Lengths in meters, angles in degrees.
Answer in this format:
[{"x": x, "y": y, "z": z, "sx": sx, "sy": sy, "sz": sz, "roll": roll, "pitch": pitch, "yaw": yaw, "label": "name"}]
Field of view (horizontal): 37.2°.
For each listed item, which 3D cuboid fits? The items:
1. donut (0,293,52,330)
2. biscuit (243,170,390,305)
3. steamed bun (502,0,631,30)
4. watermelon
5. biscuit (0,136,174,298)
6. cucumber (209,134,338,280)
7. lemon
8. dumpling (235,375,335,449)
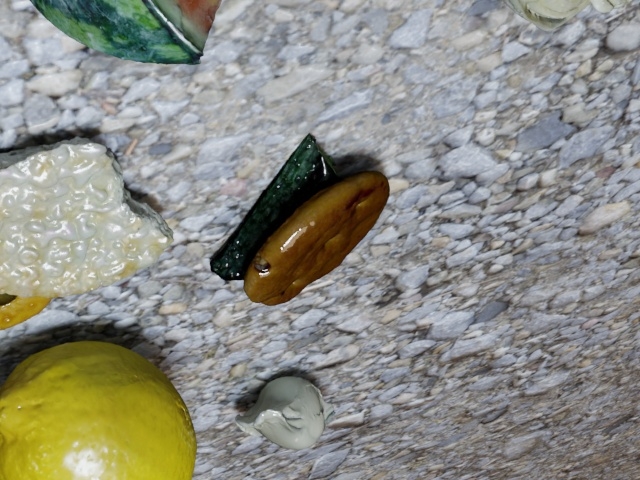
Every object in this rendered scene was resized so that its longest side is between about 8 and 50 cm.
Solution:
[{"x": -0.334, "y": 0.051, "z": 0.991, "sx": 0.108, "sy": 0.043, "sz": 0.097, "roll": -16, "pitch": 145, "yaw": -17, "label": "donut"}, {"x": 0.000, "y": 0.000, "z": 1.094, "sx": 0.212, "sy": 0.036, "sz": 0.212, "roll": -37, "pitch": 163, "yaw": -13, "label": "biscuit"}, {"x": 0.194, "y": -0.289, "z": 0.798, "sx": 0.211, "sy": 0.144, "sz": 0.218, "roll": 4, "pitch": 107, "yaw": -48, "label": "steamed bun"}, {"x": -0.118, "y": -0.230, "z": 0.660, "sx": 0.202, "sy": 0.207, "sz": 0.136, "roll": -39, "pitch": 175, "yaw": -9, "label": "watermelon"}, {"x": -0.258, "y": -0.023, "z": 0.915, "sx": 0.265, "sy": 0.040, "sz": 0.188, "roll": 13, "pitch": 118, "yaw": -40, "label": "biscuit"}, {"x": -0.042, "y": -0.026, "z": 1.085, "sx": 0.070, "sy": 0.046, "sz": 0.220, "roll": 2, "pitch": 138, "yaw": -48, "label": "cucumber"}, {"x": -0.266, "y": 0.240, "z": 1.126, "sx": 0.236, "sy": 0.236, "sz": 0.263, "roll": -21, "pitch": 157, "yaw": -8, "label": "lemon"}, {"x": -0.058, "y": 0.259, "z": 1.417, "sx": 0.127, "sy": 0.108, "sz": 0.188, "roll": -10, "pitch": 168, "yaw": 23, "label": "dumpling"}]
